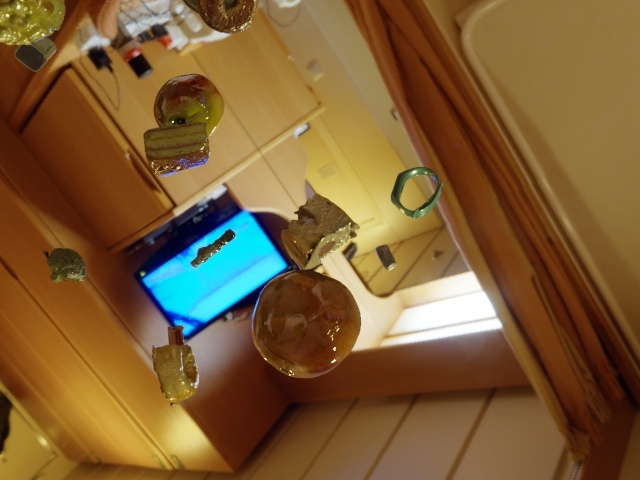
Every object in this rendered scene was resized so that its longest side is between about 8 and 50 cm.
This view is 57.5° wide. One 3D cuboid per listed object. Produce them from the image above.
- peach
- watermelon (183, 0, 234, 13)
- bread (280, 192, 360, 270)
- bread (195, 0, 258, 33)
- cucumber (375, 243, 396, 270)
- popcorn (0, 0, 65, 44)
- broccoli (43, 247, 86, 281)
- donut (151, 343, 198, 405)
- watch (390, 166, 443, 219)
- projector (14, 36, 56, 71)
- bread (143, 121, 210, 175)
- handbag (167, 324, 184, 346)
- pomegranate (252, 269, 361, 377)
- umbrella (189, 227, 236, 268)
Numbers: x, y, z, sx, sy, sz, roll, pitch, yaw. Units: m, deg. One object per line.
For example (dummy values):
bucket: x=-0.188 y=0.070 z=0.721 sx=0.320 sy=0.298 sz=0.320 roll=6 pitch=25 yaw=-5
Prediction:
peach: x=-0.425 y=-0.429 z=1.892 sx=0.231 sy=0.231 sz=0.231 roll=-32 pitch=-168 yaw=8
watermelon: x=-0.357 y=-0.828 z=1.878 sx=0.212 sy=0.212 sz=0.212 roll=-32 pitch=-168 yaw=8
bread: x=0.007 y=0.008 z=1.765 sx=0.184 sy=0.211 sz=0.224 roll=-31 pitch=-145 yaw=-25
bread: x=-0.276 y=-0.701 z=1.720 sx=0.193 sy=0.193 sz=0.064 roll=-32 pitch=-138 yaw=10
cucumber: x=0.280 y=0.072 z=2.501 sx=0.064 sy=0.111 sz=0.064 roll=-22 pitch=165 yaw=-6
popcorn: x=-0.686 y=-0.557 z=1.258 sx=0.237 sy=0.251 sz=0.205 roll=5 pitch=-135 yaw=-6
broccoli: x=-0.827 y=0.084 z=1.890 sx=0.120 sy=0.130 sz=0.131 roll=-48 pitch=161 yaw=16
donut: x=-0.339 y=0.314 z=1.387 sx=0.078 sy=0.146 sz=0.181 roll=-18 pitch=167 yaw=-6
watch: x=0.393 y=-0.197 z=2.404 sx=0.195 sy=0.068 sz=0.237 roll=14 pitch=-117 yaw=18
projector: x=-0.895 y=-0.596 z=1.834 sx=0.083 sy=0.083 sz=0.082 roll=-32 pitch=-147 yaw=30
bread: x=-0.421 y=-0.264 z=1.716 sx=0.184 sy=0.110 sz=0.234 roll=-10 pitch=179 yaw=-11
handbag: x=-0.495 y=0.371 z=2.017 sx=0.059 sy=0.157 sz=0.212 roll=-6 pitch=175 yaw=-17
pomegranate: x=-0.037 y=0.222 z=1.631 sx=0.319 sy=0.319 sz=0.319 roll=-32 pitch=-168 yaw=8
umbrella: x=-0.369 y=0.025 z=1.995 sx=0.188 sy=0.050 sz=0.046 roll=-39 pitch=159 yaw=8
